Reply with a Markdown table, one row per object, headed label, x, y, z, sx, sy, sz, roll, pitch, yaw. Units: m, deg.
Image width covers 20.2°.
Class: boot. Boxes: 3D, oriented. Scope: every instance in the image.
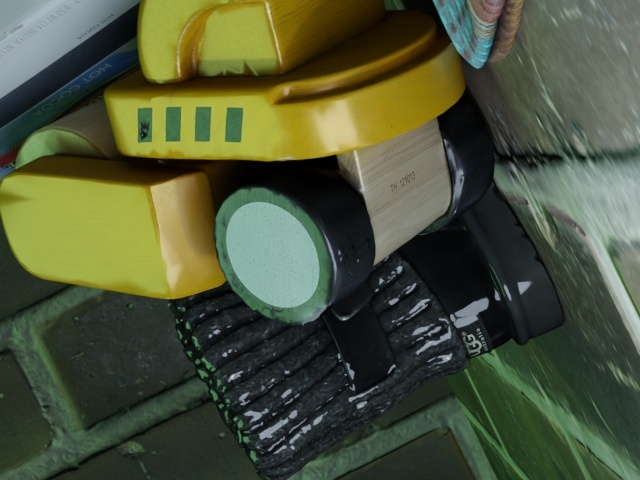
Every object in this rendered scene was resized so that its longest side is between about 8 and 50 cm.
| label | x | y | z | sx | sy | sz | roll | pitch | yaw |
| --- | --- | --- | --- | --- | --- | --- | --- | --- | --- |
| boot | -0.001 | -0.002 | 1.368 | 0.348 | 0.260 | 0.131 | 62 | 178 | 45 |

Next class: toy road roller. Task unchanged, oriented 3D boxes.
| label | x | y | z | sx | sy | sz | roll | pitch | yaw |
| --- | --- | --- | --- | --- | --- | --- | --- | --- | --- |
| toy road roller | -0.059 | -0.100 | 1.183 | 0.329 | 0.202 | 0.241 | 4 | 115 | 38 |

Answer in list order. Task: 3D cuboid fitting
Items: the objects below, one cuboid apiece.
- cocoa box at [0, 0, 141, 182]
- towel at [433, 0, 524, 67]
| label | x | y | z | sx | sy | sz | roll | pitch | yaw |
| --- | --- | --- | --- | --- | --- | --- | --- | --- | --- |
| cocoa box | -0.183 | -0.230 | 1.307 | 0.231 | 0.347 | 0.228 | 63 | -162 | 18 |
| towel | 0.000 | -0.270 | 0.843 | 0.370 | 0.040 | 0.271 | 63 | 180 | 8 |
